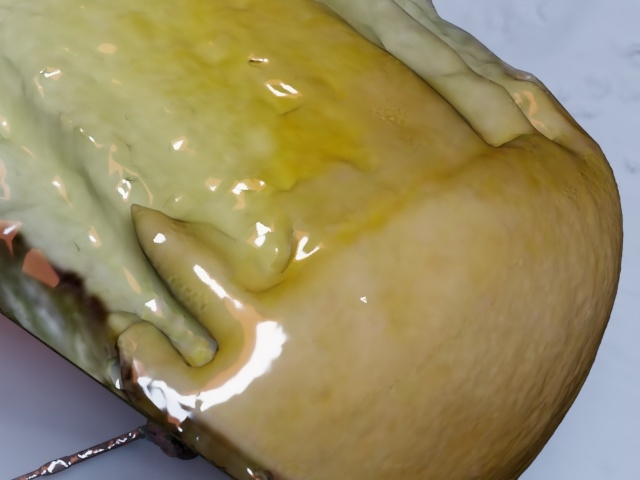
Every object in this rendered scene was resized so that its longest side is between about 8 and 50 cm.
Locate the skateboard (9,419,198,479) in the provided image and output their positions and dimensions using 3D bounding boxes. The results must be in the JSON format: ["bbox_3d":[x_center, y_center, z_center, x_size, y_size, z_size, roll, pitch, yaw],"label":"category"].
[{"bbox_3d":[-0.091,0.064,0.677,0.083,0.032,0.064,-23,56,-11],"label":"skateboard"}]

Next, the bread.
[{"bbox_3d":[0.000,0.000,0.573,0.204,0.262,0.162,45,99,17],"label":"bread"}]
